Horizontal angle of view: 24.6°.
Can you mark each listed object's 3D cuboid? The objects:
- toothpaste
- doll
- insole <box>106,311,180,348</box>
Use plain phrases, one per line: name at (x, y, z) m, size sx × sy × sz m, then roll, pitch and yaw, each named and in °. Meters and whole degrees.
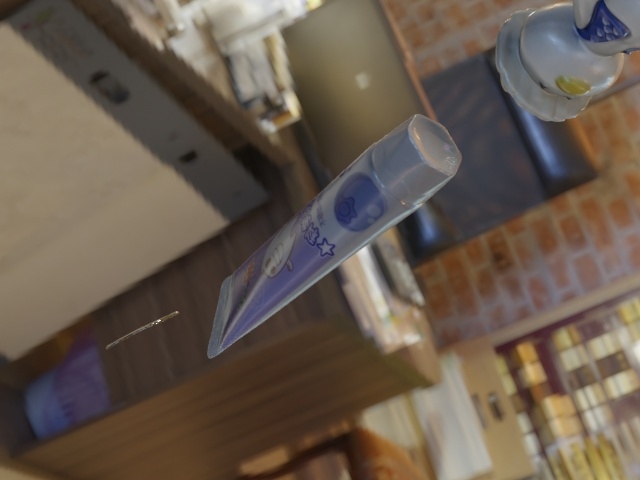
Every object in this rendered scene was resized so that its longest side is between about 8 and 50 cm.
toothpaste at (0.000, 0.000, 1.570) m, size 0.080 × 0.371 × 0.125 m, roll 32°, pitch 41°, yaw -22°
doll at (0.261, -0.195, 1.351) m, size 0.138 × 0.293 × 0.119 m, roll 10°, pitch 70°, yaw -29°
insole at (-0.164, 0.082, 1.355) m, size 0.004 × 0.064 × 0.188 m, roll 63°, pitch 2°, yaw 0°
